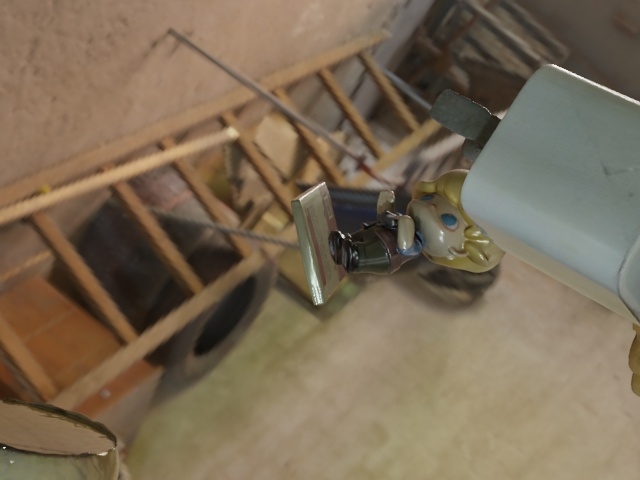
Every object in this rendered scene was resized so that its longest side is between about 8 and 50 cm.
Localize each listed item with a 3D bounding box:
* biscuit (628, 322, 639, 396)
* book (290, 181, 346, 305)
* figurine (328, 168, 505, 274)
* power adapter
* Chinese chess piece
[{"bbox_3d":[0.303,0.055,1.005,0.250,0.035,0.162,46,65,-53],"label":"biscuit"},{"bbox_3d":[0.000,0.000,1.852,0.022,0.162,0.232,-13,-173,13],"label":"book"},{"bbox_3d":[0.105,-0.014,1.238,0.196,0.114,0.108,-9,103,-19],"label":"figurine"},{"bbox_3d":[0.169,-0.046,0.839,0.125,0.205,0.130,-57,147,-2],"label":"power adapter"},{"bbox_3d":[-0.376,0.269,1.453,0.257,0.257,0.104,3,101,-72],"label":"Chinese chess piece"}]
